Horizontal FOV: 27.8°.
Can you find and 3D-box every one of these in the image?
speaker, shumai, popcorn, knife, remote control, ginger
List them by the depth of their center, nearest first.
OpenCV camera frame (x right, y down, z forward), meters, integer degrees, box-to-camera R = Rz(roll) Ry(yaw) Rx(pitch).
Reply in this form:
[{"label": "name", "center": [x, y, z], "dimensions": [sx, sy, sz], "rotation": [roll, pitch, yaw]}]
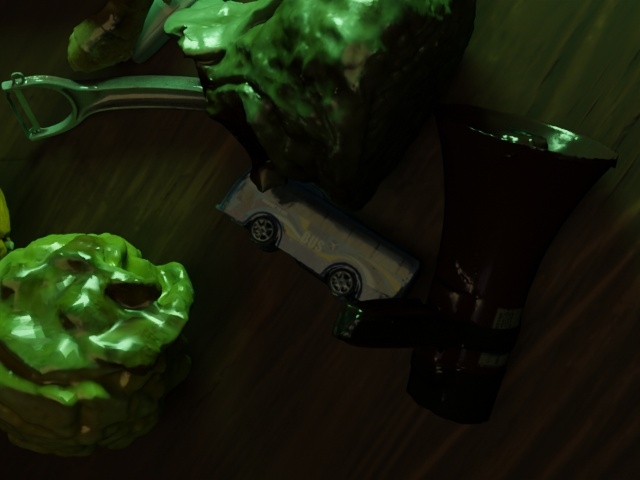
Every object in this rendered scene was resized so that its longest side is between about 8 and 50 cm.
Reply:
[{"label": "shumai", "center": [-0.025, -0.200, 1.320], "dimensions": [0.288, 0.330, 0.292], "rotation": [33, 91, 11]}, {"label": "speaker", "center": [0.160, 0.033, 1.331], "dimensions": [0.198, 0.259, 0.329], "rotation": [18, 99, 17]}, {"label": "ginger", "center": [-0.233, -0.286, 1.448], "dimensions": [0.133, 0.059, 0.214], "rotation": [32, 115, -28]}, {"label": "popcorn", "center": [-0.265, 0.105, 1.449], "dimensions": [0.293, 0.237, 0.293], "rotation": [1, 55, -2]}, {"label": "knife", "center": [-0.218, -0.169, 1.493], "dimensions": [0.278, 0.123, 0.053], "rotation": [-3, 65, 6]}, {"label": "remote control", "center": [-0.173, -0.279, 1.495], "dimensions": [0.162, 0.029, 0.061], "rotation": [-43, 87, 16]}]

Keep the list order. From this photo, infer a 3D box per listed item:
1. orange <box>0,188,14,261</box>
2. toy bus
[{"label": "orange", "center": [-0.459, -0.004, 1.495], "dimensions": [0.193, 0.219, 0.219], "rotation": [27, 101, 11]}, {"label": "toy bus", "center": [0.001, -0.001, 1.463], "dimensions": [0.236, 0.079, 0.094], "rotation": [33, 86, 8]}]
